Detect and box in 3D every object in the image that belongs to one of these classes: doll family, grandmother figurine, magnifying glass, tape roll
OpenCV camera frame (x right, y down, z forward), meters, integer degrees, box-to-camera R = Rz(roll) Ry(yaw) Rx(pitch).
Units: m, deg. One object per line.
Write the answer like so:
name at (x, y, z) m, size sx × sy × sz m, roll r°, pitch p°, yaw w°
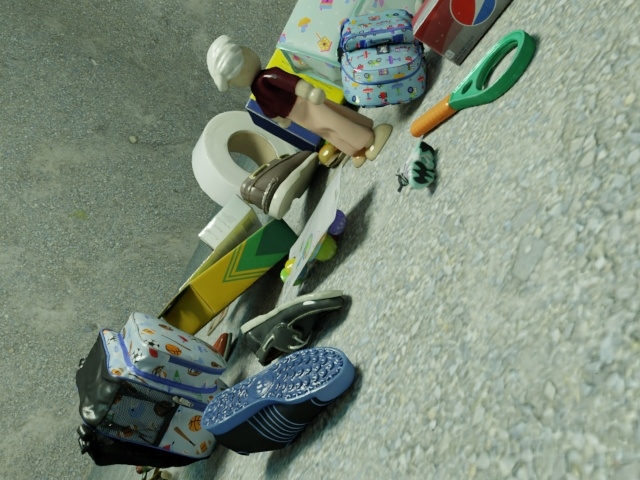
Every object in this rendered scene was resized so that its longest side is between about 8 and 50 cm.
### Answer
doll family at (-0.349, 0.522, 1.158) m, size 0.111 × 0.076 × 0.193 m, roll -40°, pitch 29°, yaw 42°
grandmother figurine at (-0.049, -0.254, 1.047) m, size 0.208 × 0.342 × 0.104 m, roll -29°, pitch 36°, yaw 62°
magnifying glass at (0.195, -0.200, 0.776) m, size 0.231 × 0.026 × 0.092 m, roll -35°, pitch 31°, yaw 60°
tape roll at (-0.203, -0.215, 1.584) m, size 0.100 × 0.286 × 0.286 m, roll -46°, pitch 22°, yaw 47°

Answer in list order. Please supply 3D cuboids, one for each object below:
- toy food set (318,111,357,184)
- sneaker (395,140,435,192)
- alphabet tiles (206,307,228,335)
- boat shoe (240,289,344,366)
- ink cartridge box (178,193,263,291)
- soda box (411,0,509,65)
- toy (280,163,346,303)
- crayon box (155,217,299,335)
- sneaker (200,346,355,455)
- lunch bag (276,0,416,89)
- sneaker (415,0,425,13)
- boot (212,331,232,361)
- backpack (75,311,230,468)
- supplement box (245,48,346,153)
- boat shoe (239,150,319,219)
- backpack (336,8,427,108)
toy food set at (0.038, -0.217, 1.275) m, size 0.132 × 0.038 × 0.192 m, roll -53°, pitch 17°, yaw 27°
sneaker at (0.124, -0.085, 0.787) m, size 0.069 × 0.038 × 0.098 m, roll -49°, pitch 10°, yaw 41°
alphabet tiles at (-0.269, 0.154, 1.659) m, size 0.198 × 0.009 × 0.237 m, roll -47°, pitch 20°, yaw 40°
boat shoe at (-0.036, 0.132, 0.879) m, size 0.233 × 0.084 × 0.079 m, roll -34°, pitch 68°, yaw 45°
ink cartridge box at (-0.233, 0.037, 1.361) m, size 0.239 × 0.060 × 0.275 m, roll -48°, pitch -13°, yaw -9°
soda box at (0.244, -0.394, 0.831) m, size 0.263 × 0.092 × 0.083 m, roll -51°, pitch 17°, yaw 33°
toy at (0.000, 0.000, 0.991) m, size 0.237 × 0.056 × 0.137 m, roll -54°, pitch 20°, yaw 42°
crayon box at (-0.202, 0.093, 1.199) m, size 0.318 × 0.081 × 0.202 m, roll -41°, pitch 0°, yaw -38°
sneaker at (-0.041, 0.211, 0.733) m, size 0.232 × 0.090 × 0.081 m, roll -27°, pitch 30°, yaw 27°
lunch bag at (0.075, -0.430, 1.190) m, size 0.223 × 0.262 × 0.160 m, roll -63°, pitch -24°, yaw -3°
sneaker at (0.253, -0.502, 1.021) m, size 0.235 × 0.090 × 0.095 m, roll -45°, pitch 13°, yaw 42°
boot at (-0.259, 0.265, 1.297) m, size 0.158 × 0.085 × 0.059 m, roll -58°, pitch 14°, yaw 6°
backpack at (-0.282, 0.266, 1.035) m, size 0.213 × 0.263 × 0.276 m, roll -53°, pitch 28°, yaw 1°
supplement box at (-0.007, -0.412, 1.403) m, size 0.356 × 0.195 × 0.194 m, roll -61°, pitch 1°, yaw 0°
boat shoe at (-0.080, -0.143, 1.289) m, size 0.324 × 0.097 × 0.116 m, roll -56°, pitch -12°, yaw -63°
backpack at (0.106, -0.307, 0.994) m, size 0.173 × 0.158 × 0.117 m, roll -87°, pitch -10°, yaw -47°
